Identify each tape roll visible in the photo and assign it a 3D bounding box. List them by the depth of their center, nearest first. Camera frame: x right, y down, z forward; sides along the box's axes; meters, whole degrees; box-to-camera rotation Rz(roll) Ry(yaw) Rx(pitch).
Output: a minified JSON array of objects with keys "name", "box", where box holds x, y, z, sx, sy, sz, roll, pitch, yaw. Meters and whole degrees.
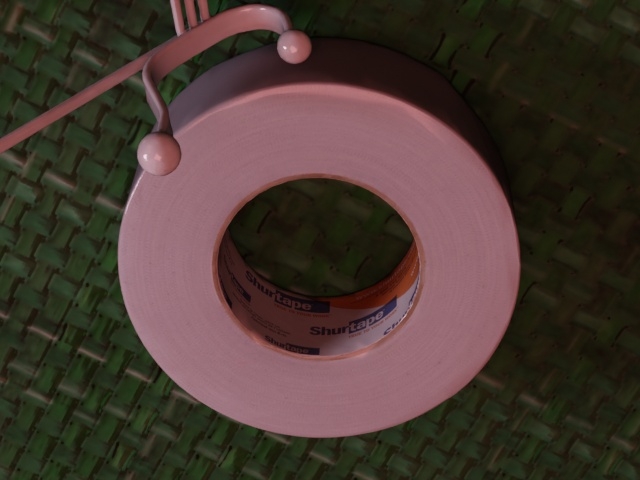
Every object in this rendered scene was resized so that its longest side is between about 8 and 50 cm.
[{"name":"tape roll","box":[0.000,0.000,1.022,0.219,0.072,0.219,1,118,1]}]

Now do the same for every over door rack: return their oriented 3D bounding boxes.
[{"name":"over door rack","box":[-0.153,-0.129,0.837,0.324,0.108,0.239,-27,126,-25]}]
